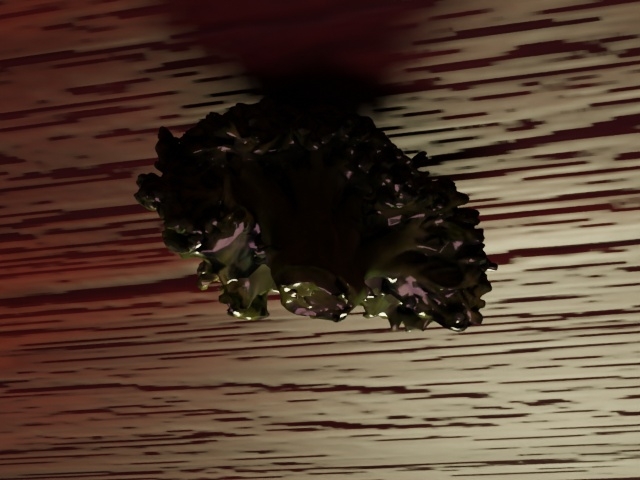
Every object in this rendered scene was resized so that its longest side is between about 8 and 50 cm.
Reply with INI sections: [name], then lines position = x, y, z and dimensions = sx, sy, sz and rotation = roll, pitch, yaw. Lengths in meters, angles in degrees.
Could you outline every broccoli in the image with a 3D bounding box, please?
[broccoli]
position = 0.000, 0.000, 0.458
dimensions = 0.095, 0.092, 0.097
rotation = -19, 123, 15
